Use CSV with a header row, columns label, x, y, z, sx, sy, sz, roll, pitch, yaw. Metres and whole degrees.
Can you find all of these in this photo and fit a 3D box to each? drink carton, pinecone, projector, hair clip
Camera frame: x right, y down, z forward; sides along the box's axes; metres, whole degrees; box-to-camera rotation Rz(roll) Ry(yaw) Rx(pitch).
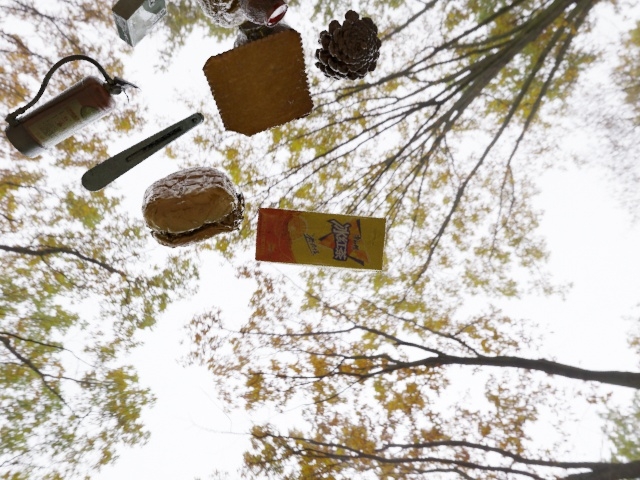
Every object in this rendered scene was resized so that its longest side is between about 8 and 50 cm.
label,x,y,z,sx,sy,sz,roll,pitch,yaw
drink carton,0.000,0.000,1.273,0.351,0.111,0.155,5,-91,-3
pinecone,0.097,-0.712,1.707,0.244,0.309,0.244,-5,-80,-31
projector,-0.460,-0.586,1.159,0.061,0.115,0.147,34,-108,-7
hair clip,-0.346,-0.186,0.905,0.275,0.083,0.048,-29,-72,10

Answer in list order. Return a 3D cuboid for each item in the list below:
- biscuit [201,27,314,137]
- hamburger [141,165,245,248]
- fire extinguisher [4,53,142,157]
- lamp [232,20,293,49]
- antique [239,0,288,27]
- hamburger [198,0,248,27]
label,x,y,z,sx,sy,sz,roll,pitch,yaw
biscuit,-0.136,-0.355,1.071,0.236,0.232,0.013,-23,-129,-9
hamburger,-0.363,-0.108,1.316,0.318,0.158,0.319,-6,-146,4
fire extinguisher,-0.715,-0.385,1.294,0.376,0.200,0.113,-31,-99,-1
lamp,-0.180,-0.626,1.505,0.247,0.247,0.247,4,-108,-13
antique,-0.118,-0.489,0.921,0.104,0.104,0.104,4,-108,-13
hamburger,-0.161,-0.623,1.040,0.285,0.265,0.134,-31,-108,5
